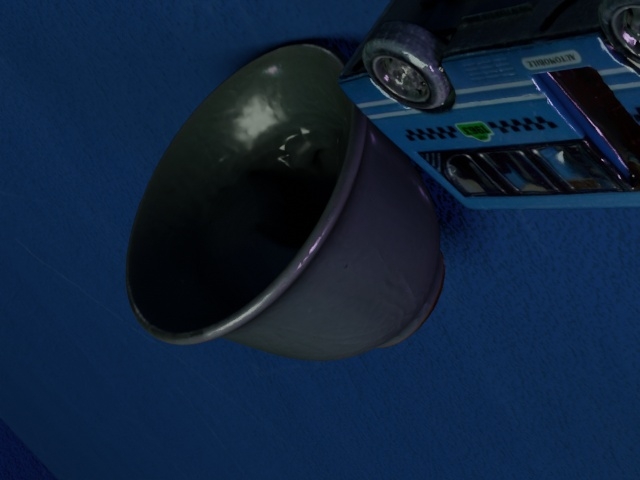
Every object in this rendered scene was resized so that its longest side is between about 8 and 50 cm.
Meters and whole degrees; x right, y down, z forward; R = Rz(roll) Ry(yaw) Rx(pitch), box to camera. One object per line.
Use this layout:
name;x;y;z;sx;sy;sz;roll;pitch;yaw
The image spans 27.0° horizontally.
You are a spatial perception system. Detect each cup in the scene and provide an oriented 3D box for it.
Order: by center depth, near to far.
cup;0.000;0.000;0.818;0.150;0.199;0.199;32;162;-35

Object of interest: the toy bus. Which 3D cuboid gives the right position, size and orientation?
toy bus;0.128;-0.082;0.546;0.134;0.113;0.246;46;156;-26
